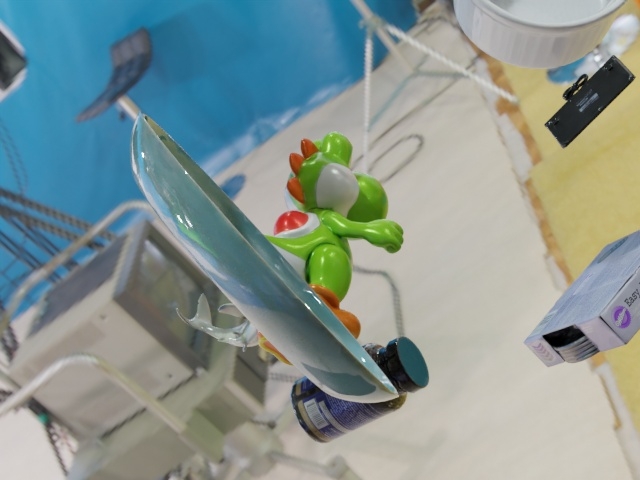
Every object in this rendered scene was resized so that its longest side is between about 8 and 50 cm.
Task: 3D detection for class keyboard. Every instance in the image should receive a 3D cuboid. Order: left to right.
[{"bbox_3d":[0.494,-0.261,1.865,0.180,0.023,0.108,-46,41,21],"label":"keyboard"}]

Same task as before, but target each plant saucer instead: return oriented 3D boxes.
[{"bbox_3d":[-0.056,0.023,0.842,0.044,0.317,0.317,-43,24,-1],"label":"plant saucer"}]

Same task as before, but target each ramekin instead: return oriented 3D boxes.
[{"bbox_3d":[0.329,-0.394,1.517,0.277,0.277,0.135,-51,-15,-20],"label":"ramekin"}]

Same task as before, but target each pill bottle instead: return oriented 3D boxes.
[{"bbox_3d":[0.067,0.247,1.693,0.219,0.123,0.122,-30,27,26],"label":"pill bottle"}]

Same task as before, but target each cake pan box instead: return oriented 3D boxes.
[{"bbox_3d":[0.464,0.081,1.592,0.267,0.070,0.246,-44,-1,-23],"label":"cake pan box"}]

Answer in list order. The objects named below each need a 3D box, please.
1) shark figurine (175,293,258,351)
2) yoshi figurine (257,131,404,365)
[{"bbox_3d":[-0.108,0.125,1.682,0.278,0.166,0.116,-26,13,49],"label":"shark figurine"},{"bbox_3d":[0.026,0.009,1.507,0.204,0.203,0.362,4,57,8],"label":"yoshi figurine"}]
